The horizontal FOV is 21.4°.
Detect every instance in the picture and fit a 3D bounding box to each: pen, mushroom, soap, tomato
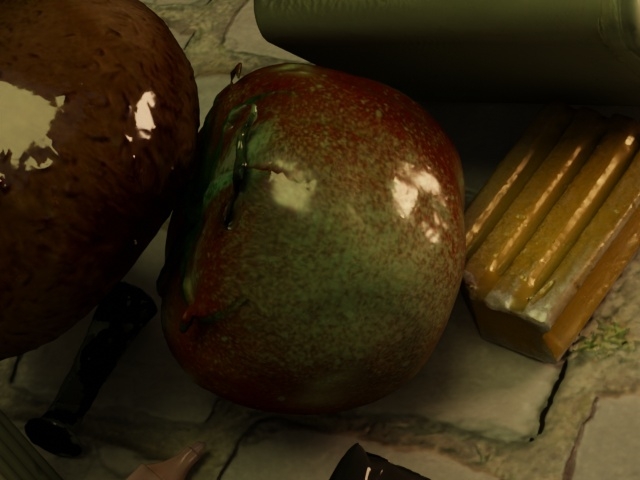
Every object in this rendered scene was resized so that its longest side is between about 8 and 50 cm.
[{"bbox_3d":[-0.170,0.242,1.454,0.197,0.032,0.053,-44,50,-17],"label":"pen"},{"bbox_3d":[-0.240,-0.026,1.434,0.334,0.356,0.331,14,49,39],"label":"mushroom"},{"bbox_3d":[0.208,-0.013,1.507,0.140,0.073,0.232,20,60,35],"label":"soap"},{"bbox_3d":[0.000,0.000,1.425,0.239,0.303,0.303,15,48,-15],"label":"tomato"}]

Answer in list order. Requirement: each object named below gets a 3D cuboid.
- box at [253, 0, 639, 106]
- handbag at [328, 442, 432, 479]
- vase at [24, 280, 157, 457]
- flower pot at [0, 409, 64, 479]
[{"bbox_3d":[0.168,-0.226,1.519,0.344,0.352,0.177,3,85,26],"label":"box"},{"bbox_3d":[0.076,0.289,1.236,0.223,0.080,0.247,23,57,3],"label":"handbag"},{"bbox_3d":[-0.210,0.117,1.559,0.059,0.059,0.167,8,54,26],"label":"vase"},{"bbox_3d":[-0.330,0.240,1.386,0.239,0.189,0.209,-6,47,25],"label":"flower pot"}]
